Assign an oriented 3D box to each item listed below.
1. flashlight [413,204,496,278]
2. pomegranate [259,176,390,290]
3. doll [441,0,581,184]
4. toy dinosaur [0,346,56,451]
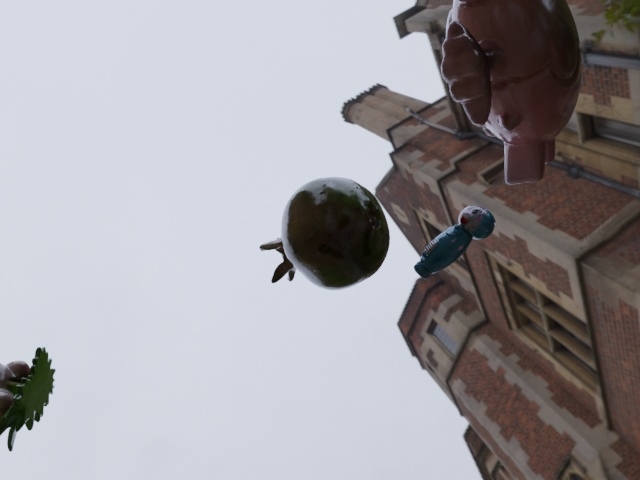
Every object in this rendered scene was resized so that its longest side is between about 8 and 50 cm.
[{"bbox_3d":[0.185,0.005,0.695,0.051,0.051,0.129,33,-71,-30],"label":"flashlight"},{"bbox_3d":[0.000,0.000,0.805,0.224,0.182,0.181,-27,-52,34],"label":"pomegranate"},{"bbox_3d":[0.159,-0.154,0.415,0.262,0.093,0.211,-41,-66,-47],"label":"doll"},{"bbox_3d":[-0.542,0.246,0.796,0.176,0.152,0.194,-1,-46,-1],"label":"toy dinosaur"}]
